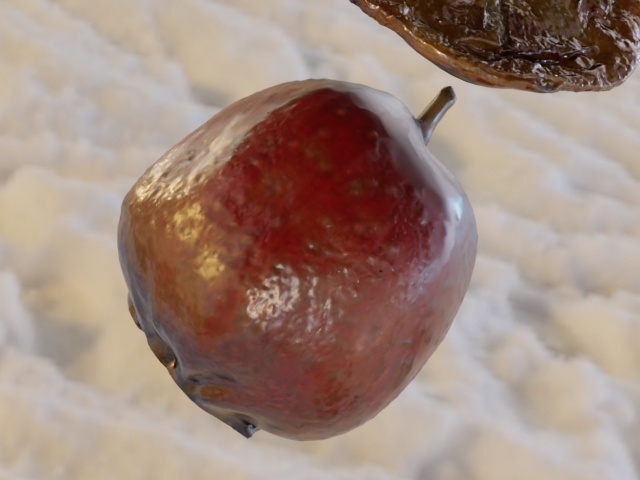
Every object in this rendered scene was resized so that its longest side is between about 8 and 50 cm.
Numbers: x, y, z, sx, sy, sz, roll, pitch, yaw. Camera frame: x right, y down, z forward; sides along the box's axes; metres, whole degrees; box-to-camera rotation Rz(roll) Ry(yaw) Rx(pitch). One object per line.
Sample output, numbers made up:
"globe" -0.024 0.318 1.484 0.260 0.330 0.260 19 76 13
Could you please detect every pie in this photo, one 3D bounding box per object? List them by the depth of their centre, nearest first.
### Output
"pie" 0.087 -0.099 0.890 0.191 0.033 0.088 -8 57 -35

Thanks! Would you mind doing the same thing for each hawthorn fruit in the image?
"hawthorn fruit" 0.000 0.000 1.188 0.250 0.215 0.215 -42 46 -12
